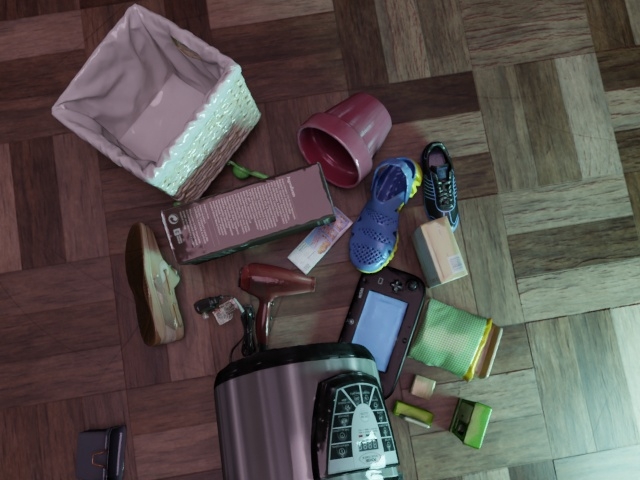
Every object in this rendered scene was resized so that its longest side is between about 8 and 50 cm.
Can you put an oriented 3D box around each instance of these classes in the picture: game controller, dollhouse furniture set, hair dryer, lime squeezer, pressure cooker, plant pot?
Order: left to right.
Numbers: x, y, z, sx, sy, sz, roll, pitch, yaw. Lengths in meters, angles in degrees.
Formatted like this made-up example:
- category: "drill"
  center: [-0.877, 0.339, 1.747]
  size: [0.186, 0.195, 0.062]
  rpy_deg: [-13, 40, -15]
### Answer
- category: "lime squeezer"
  center: [-0.223, -0.153, 1.641]
  size: [0.310, 0.059, 0.110]
  rpy_deg: [-7, 82, -2]
- category: "hair dryer"
  center: [-0.140, 0.164, 1.603]
  size: [0.293, 0.080, 0.224]
  rpy_deg: [-34, 99, 1]
- category: "pressure cooker"
  center: [-0.022, 0.452, 1.359]
  size: [0.369, 0.375, 0.421]
  rpy_deg: [-12, 69, 6]
- category: "plant pot"
  center: [0.072, -0.259, 1.599]
  size: [0.201, 0.201, 0.180]
  rpy_deg: [41, 68, 5]
- category: "game controller"
  center: [0.139, 0.221, 1.586]
  size: [0.166, 0.067, 0.320]
  rpy_deg: [19, 82, 2]
- category: "dollhouse furniture set"
  center: [0.308, 0.301, 1.533]
  size: [0.197, 0.151, 0.302]
  rpy_deg: [19, 82, 2]

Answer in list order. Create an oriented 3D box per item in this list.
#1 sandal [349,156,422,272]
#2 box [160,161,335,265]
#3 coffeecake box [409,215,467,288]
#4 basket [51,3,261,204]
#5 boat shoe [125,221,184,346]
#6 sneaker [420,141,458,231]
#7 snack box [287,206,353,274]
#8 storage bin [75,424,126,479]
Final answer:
- category: "sandal"
  center: [0.148, -0.076, 1.585]
  size: [0.126, 0.138, 0.318]
  rpy_deg: [16, 81, 17]
- category: "box"
  center: [-0.159, -0.058, 1.547]
  size: [0.381, 0.191, 0.143]
  rpy_deg: [-19, 87, 2]
- category: "coffeecake box"
  center: [0.277, 0.033, 1.553]
  size: [0.068, 0.185, 0.143]
  rpy_deg: [-19, 83, -3]
- category: "basket"
  center: [-0.368, -0.297, 1.526]
  size: [0.328, 0.266, 0.331]
  rpy_deg: [33, 82, 17]
- category: "boat shoe"
  center: [-0.401, 0.102, 1.589]
  size: [0.098, 0.109, 0.303]
  rpy_deg: [-6, 79, -41]
- category: "sneaker"
  center: [0.298, -0.133, 1.624]
  size: [0.081, 0.090, 0.233]
  rpy_deg: [-12, 82, -2]
- category: "snack box"
  center: [0.000, 0.000, 1.638]
  size: [0.064, 0.022, 0.178]
  rpy_deg: [42, 84, 6]
- category: "storage bin"
  center: [-0.524, 0.506, 1.531]
  size: [0.090, 0.098, 0.135]
  rpy_deg: [-1, 82, 10]
